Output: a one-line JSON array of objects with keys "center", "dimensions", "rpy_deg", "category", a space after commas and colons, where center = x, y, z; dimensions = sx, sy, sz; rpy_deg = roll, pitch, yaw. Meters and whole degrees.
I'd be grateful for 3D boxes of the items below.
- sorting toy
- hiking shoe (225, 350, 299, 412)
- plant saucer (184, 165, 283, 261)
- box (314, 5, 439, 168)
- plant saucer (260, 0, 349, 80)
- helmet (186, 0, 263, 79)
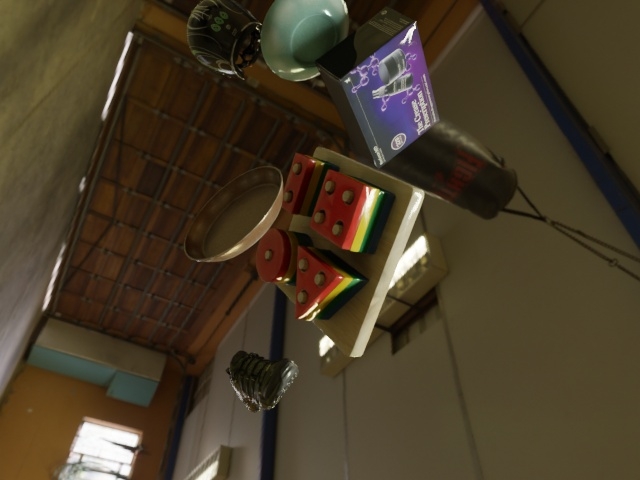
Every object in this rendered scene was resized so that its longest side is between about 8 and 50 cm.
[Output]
[{"center": [0.000, 0.000, 0.751], "dimensions": [0.257, 0.089, 0.256], "rpy_deg": [36, -69, 51], "category": "sorting toy"}, {"center": [-0.126, 0.263, 0.946], "dimensions": [0.086, 0.114, 0.227], "rpy_deg": [-48, -179, -40], "category": "hiking shoe"}, {"center": [-0.113, -0.032, 0.669], "dimensions": [0.168, 0.029, 0.168], "rpy_deg": [-26, -143, 22], "category": "plant saucer"}, {"center": [0.127, -0.306, 1.021], "dimensions": [0.184, 0.261, 0.103], "rpy_deg": [-37, -129, -1], "category": "box"}, {"center": [-0.020, -0.395, 0.957], "dimensions": [0.195, 0.195, 0.037], "rpy_deg": [-57, -133, 24], "category": "plant saucer"}, {"center": [-0.216, -0.453, 1.092], "dimensions": [0.169, 0.161, 0.169], "rpy_deg": [-51, 163, -22], "category": "helmet"}]
